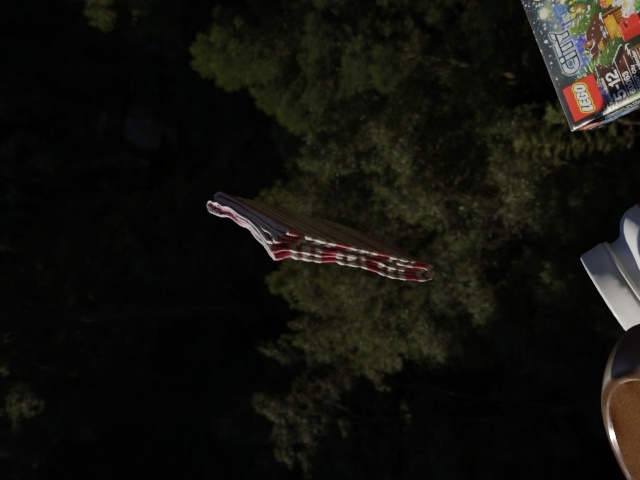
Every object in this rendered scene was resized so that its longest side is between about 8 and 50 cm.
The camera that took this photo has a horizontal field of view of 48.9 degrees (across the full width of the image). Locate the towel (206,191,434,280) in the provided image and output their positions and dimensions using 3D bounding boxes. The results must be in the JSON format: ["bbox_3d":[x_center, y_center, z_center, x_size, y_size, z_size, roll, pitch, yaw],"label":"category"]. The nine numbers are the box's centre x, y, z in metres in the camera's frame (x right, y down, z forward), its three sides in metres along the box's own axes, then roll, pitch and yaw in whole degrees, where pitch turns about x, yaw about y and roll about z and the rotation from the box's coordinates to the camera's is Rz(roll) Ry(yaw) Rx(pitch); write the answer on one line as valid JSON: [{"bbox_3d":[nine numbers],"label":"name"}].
[{"bbox_3d":[0.000,0.000,0.701,0.144,0.197,0.029,30,103,52],"label":"towel"}]

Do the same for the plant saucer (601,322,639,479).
[{"bbox_3d":[0.384,0.231,0.702,0.310,0.050,0.310,59,165,26],"label":"plant saucer"}]

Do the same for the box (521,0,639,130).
[{"bbox_3d":[0.239,-0.227,0.568,0.159,0.044,0.233,-28,77,49],"label":"box"}]

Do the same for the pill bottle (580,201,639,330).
[{"bbox_3d":[0.664,-0.007,1.176,0.229,0.408,0.229,45,-157,-25],"label":"pill bottle"}]
